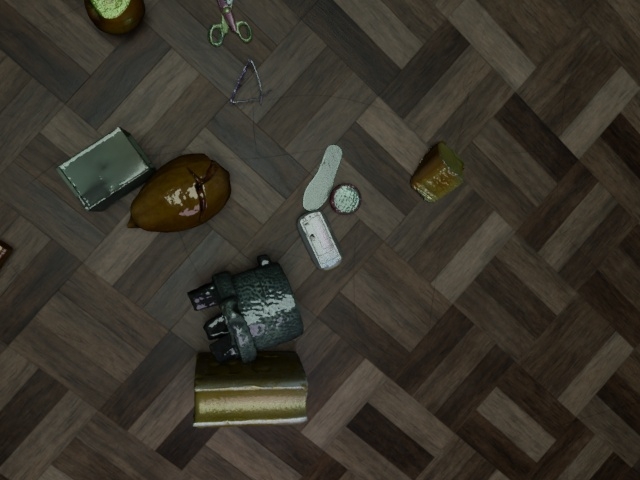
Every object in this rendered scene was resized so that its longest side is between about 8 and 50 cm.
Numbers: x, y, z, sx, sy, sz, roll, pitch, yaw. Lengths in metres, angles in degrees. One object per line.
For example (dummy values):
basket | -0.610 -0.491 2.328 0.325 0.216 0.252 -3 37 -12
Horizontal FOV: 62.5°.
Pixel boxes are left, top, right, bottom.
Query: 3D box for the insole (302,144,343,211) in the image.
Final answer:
insole | 0.011 -0.197 1.685 0.080 0.003 0.231 24 92 -11

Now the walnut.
walnut | -0.417 -0.119 1.528 0.337 0.209 0.208 -31 101 3

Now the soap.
soap | -0.217 0.439 1.578 0.336 0.293 0.155 2 93 -9

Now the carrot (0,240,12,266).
carrot | -0.981 0.103 1.522 0.067 0.067 0.225 34 88 -12

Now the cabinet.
cabinet | -0.601 -0.200 1.507 0.206 0.150 0.145 -35 96 -4

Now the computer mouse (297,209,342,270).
computer mouse | 0.000 -0.001 1.685 0.102 0.045 0.198 -27 101 -5

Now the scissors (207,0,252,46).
scissors | -0.281 -0.680 1.572 0.134 0.020 0.187 -8 99 -4

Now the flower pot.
flower pot | -0.220 0.206 1.547 0.283 0.299 0.298 -19 99 -11

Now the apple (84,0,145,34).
apple | -0.569 -0.652 1.451 0.147 0.163 0.146 -39 94 -19

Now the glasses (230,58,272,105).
glasses | -0.201 -0.459 1.590 0.104 0.062 0.139 26 93 -13

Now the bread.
bread | 0.391 -0.231 1.723 0.140 0.169 0.160 39 49 -12

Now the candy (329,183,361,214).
candy | 0.080 -0.132 1.685 0.103 0.043 0.103 -1 94 -10
